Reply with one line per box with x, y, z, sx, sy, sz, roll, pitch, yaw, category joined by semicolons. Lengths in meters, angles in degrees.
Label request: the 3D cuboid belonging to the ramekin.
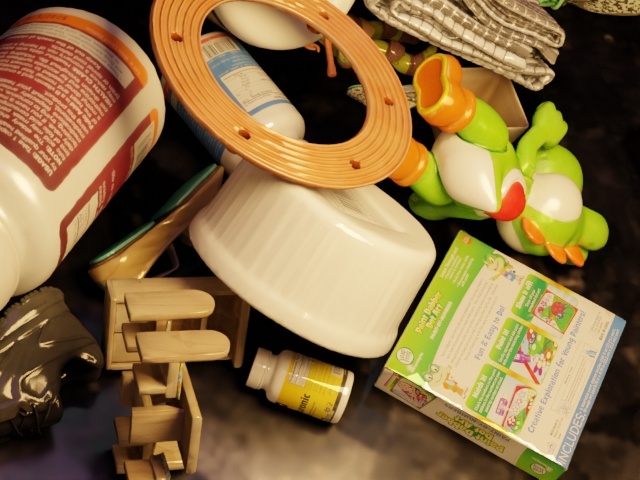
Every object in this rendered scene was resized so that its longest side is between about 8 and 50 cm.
0.000;0.000;1.503;0.277;0.135;0.277;31;16;-10;ramekin

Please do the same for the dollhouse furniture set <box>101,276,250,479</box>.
-0.139;0.144;1.404;0.161;0.212;0.242;-1;31;-18;dollhouse furniture set

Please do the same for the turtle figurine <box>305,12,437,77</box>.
0.053;-0.284;1.832;0.217;0.087;0.269;10;37;-22;turtle figurine

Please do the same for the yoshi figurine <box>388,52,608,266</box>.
0.226;-0.097;1.684;0.362;0.203;0.203;32;71;-31;yoshi figurine

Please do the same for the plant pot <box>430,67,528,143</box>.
0.208;-0.166;1.793;0.109;0.096;0.109;-4;57;-19;plant pot

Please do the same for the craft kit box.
0.227;0.139;1.612;0.246;0.061;0.250;31;53;3;craft kit box

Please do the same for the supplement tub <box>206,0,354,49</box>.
-0.107;-0.401;1.720;0.228;0.228;0.316;-16;32;-26;supplement tub

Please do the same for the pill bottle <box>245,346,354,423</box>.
-0.025;0.165;1.509;0.116;0.065;0.065;20;53;-2;pill bottle

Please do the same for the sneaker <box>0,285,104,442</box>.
-0.349;0.168;1.388;0.130;0.109;0.286;44;57;8;sneaker

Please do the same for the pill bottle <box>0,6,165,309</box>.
-0.351;-0.077;1.444;0.224;0.224;0.392;27;42;3;pill bottle

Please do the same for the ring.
-0.044;-0.187;1.481;0.336;0.032;0.337;21;45;-22;ring

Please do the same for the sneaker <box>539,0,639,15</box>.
0.303;-0.391;1.969;0.410;0.158;0.182;17;63;4;sneaker

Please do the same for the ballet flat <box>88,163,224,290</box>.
-0.187;-0.005;1.588;0.232;0.080;0.073;-43;104;-33;ballet flat

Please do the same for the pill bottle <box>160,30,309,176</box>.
-0.098;-0.154;1.674;0.124;0.124;0.221;-26;67;-30;pill bottle

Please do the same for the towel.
0.186;-0.332;1.753;0.283;0.121;0.235;22;21;-19;towel

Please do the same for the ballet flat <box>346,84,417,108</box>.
0.094;-0.198;1.819;0.114;0.041;0.041;-3;57;-18;ballet flat
